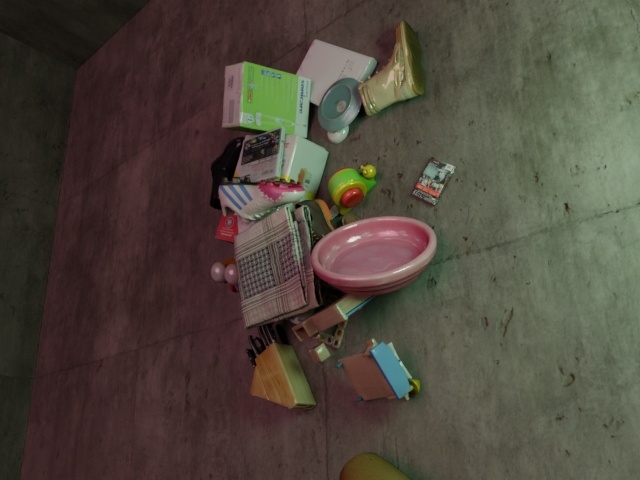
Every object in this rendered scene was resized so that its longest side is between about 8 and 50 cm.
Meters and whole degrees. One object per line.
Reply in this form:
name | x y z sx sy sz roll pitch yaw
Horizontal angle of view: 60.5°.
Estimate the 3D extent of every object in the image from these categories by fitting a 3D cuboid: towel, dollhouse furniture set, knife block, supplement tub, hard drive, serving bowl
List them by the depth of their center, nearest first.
dollhouse furniture set | 0.129 0.289 1.496 0.303 0.198 0.286 59 144 4
towel | -0.139 0.079 1.609 0.324 0.056 0.312 -23 66 37
supplement tub | -0.050 0.198 1.655 0.071 0.071 0.107 18 95 44
knife block | -0.119 0.367 1.676 0.275 0.088 0.242 3 78 44
serving bowl | 0.053 -0.364 1.816 0.083 0.027 0.083 -16 65 37
hard drive | 0.035 -0.561 1.892 0.318 0.040 0.210 37 102 43

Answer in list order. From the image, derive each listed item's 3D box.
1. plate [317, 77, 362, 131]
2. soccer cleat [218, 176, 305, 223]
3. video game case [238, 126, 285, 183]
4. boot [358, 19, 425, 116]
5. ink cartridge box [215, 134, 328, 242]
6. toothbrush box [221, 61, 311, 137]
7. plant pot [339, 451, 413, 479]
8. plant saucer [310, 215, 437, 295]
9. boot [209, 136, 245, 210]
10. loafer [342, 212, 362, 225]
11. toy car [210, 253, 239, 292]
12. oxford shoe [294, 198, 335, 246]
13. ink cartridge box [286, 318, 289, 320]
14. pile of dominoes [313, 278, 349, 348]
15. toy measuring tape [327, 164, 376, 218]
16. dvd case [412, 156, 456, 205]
plate | 0.057 -0.447 1.787 0.188 0.024 0.188 -15 66 37
soccer cleat | -0.179 -0.119 1.685 0.331 0.116 0.143 8 104 37
video game case | -0.194 -0.268 1.789 0.190 0.022 0.173 -10 68 41
boot | 0.209 -0.526 1.687 0.203 0.095 0.262 -19 68 38
ink cartridge box | -0.167 -0.154 1.852 0.279 0.160 0.385 11 82 43
toothbrush box | -0.180 -0.465 1.855 0.122 0.283 0.206 9 97 49
plant pot | 0.149 0.627 1.272 0.237 0.237 0.254 -59 31 10
plant saucer | 0.142 0.043 1.447 0.332 0.332 0.084 15 128 44
boot | -0.338 -0.248 2.085 0.246 0.094 0.207 -33 52 38
loafer | 0.106 -0.034 1.636 0.056 0.050 0.148 -52 48 16
toy car | -0.273 0.121 1.884 0.182 0.159 0.136 3 112 43
oxford shoe | 0.000 0.000 1.612 0.097 0.098 0.271 -48 58 39
ink cartridge box | -0.142 0.190 1.726 0.181 0.061 0.104 167 116 -70
pile of dominoes | 0.011 0.177 1.658 0.196 0.040 0.251 12 83 44
toy measuring tape | 0.038 -0.123 1.687 0.330 0.121 0.121 -41 52 25
dvd case | 0.313 -0.165 1.518 0.087 0.013 0.120 33 100 44
